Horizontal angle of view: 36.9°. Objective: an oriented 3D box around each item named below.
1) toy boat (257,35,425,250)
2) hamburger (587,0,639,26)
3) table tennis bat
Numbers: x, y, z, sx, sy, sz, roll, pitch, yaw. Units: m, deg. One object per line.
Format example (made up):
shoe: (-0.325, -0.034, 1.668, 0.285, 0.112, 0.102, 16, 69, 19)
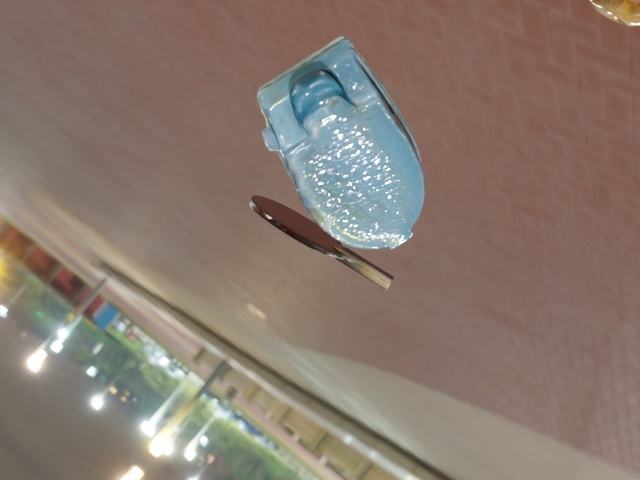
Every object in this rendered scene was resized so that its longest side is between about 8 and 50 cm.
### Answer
toy boat: (0.016, -0.070, 0.671, 0.102, 0.088, 0.215, 63, -173, 35)
hamburger: (0.206, -0.247, 0.483, 0.245, 0.261, 0.211, 13, 156, 50)
table tennis bat: (0.000, 0.000, 0.919, 0.158, 0.014, 0.095, 31, -171, 7)
